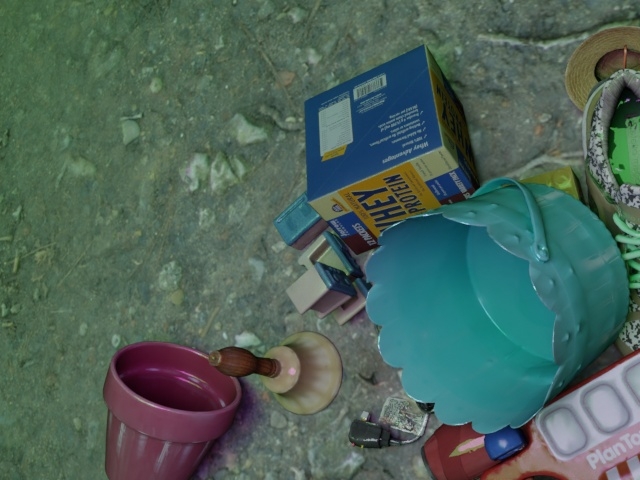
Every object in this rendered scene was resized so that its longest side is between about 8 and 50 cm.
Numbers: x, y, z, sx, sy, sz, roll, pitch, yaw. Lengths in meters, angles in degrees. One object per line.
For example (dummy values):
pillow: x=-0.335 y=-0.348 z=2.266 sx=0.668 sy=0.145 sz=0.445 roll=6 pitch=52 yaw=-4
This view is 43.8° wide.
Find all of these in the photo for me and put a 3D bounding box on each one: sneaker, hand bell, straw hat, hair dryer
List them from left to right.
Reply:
hand bell: x=-0.077 y=0.175 z=1.097 sx=0.126 sy=0.242 sz=0.126 roll=-7 pitch=75 yaw=26
hair dryer: x=0.176 y=0.205 z=1.048 sx=0.293 sy=0.080 sz=0.224 roll=13 pitch=83 yaw=29
straw hat: x=0.395 y=-0.229 z=1.042 sx=0.144 sy=0.144 sz=0.061 roll=-13 pitch=34 yaw=25
sneaker: x=0.373 y=-0.016 z=0.927 sx=0.158 sy=0.182 sz=0.410 roll=-14 pitch=80 yaw=27

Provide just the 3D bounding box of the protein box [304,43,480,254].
protein box: x=0.096 y=-0.124 z=1.103 sx=0.199 sy=0.136 sz=0.201 roll=-22 pitch=48 yaw=22

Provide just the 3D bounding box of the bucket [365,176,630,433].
bucket: x=0.207 y=0.067 z=0.938 sx=0.281 sy=0.183 sz=0.281 roll=26 pitch=126 yaw=41

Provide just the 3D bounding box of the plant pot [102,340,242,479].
plant pot: x=-0.239 y=0.278 z=1.200 sx=0.201 sy=0.201 sz=0.180 roll=30 pitch=108 yaw=30

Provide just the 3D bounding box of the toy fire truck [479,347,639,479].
toy fire truck: x=0.312 y=0.293 z=0.895 sx=0.302 sy=0.169 sz=0.254 roll=-35 pitch=65 yaw=20

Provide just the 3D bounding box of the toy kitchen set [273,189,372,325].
toy kitchen set: x=0.000 y=0.000 z=1.142 sx=0.122 sy=0.166 sz=0.207 roll=-41 pitch=63 yaw=14

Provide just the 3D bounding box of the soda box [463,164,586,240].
soda box: x=0.260 y=-0.041 z=1.074 sx=0.181 sy=0.058 sz=0.061 roll=-17 pitch=70 yaw=24
